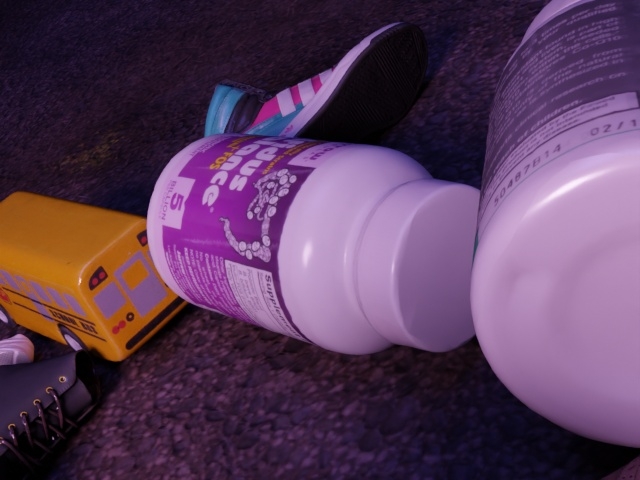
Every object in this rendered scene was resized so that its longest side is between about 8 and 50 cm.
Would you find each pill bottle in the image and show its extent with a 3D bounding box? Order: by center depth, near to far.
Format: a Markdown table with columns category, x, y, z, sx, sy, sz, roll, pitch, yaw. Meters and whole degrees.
| category | x | y | z | sx | sy | sz | roll | pitch | yaw |
| --- | --- | --- | --- | --- | --- | --- | --- | --- | --- |
| pill bottle | 0.213 | -0.049 | 0.704 | 0.204 | 0.204 | 0.361 | -16 | 26 | 20 |
| pill bottle | 0.000 | 0.000 | 0.857 | 0.302 | 0.169 | 0.169 | 11 | 48 | 48 |

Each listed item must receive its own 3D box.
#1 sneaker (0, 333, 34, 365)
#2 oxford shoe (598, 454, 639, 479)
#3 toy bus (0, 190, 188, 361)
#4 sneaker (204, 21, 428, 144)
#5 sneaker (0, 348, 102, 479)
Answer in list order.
| category | x | y | z | sx | sy | sz | roll | pitch | yaw |
| --- | --- | --- | --- | --- | --- | --- | --- | --- | --- |
| sneaker | -0.362 | 0.142 | 1.065 | 0.152 | 0.053 | 0.061 | -20 | 21 | 2 |
| oxford shoe | 0.165 | 0.153 | 0.533 | 0.364 | 0.130 | 0.133 | -28 | 16 | -11 |
| toy bus | -0.267 | 0.031 | 1.068 | 0.333 | 0.130 | 0.108 | 11 | 48 | 48 |
| sneaker | -0.022 | -0.147 | 1.161 | 0.178 | 0.123 | 0.295 | 18 | 54 | 40 |
| sneaker | -0.261 | 0.172 | 0.896 | 0.118 | 0.083 | 0.222 | -19 | 33 | 6 |
